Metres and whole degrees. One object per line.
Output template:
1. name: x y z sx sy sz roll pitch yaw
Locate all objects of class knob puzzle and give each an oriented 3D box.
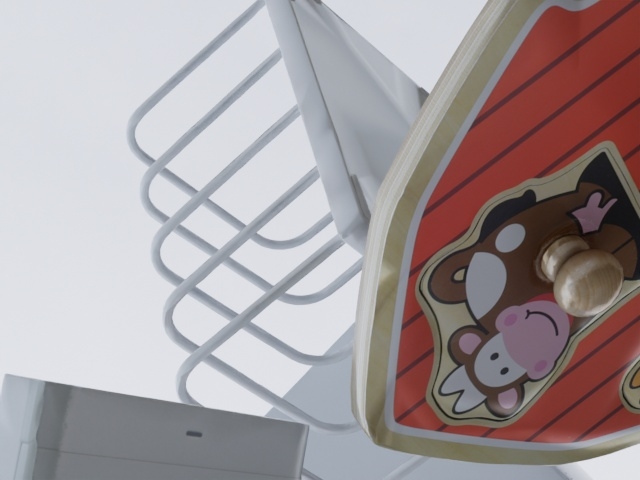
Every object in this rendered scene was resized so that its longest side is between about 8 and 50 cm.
1. knob puzzle: 0.093 -0.001 0.459 0.213 0.213 0.030 11 -152 -36

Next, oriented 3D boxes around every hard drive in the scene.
1. hard drive: -0.097 0.227 0.796 0.203 0.040 0.307 18 -101 -54

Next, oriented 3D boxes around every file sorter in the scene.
1. file sorter: 0.000 0.000 1.086 0.193 0.173 0.277 36 -157 -34

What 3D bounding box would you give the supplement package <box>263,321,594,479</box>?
1. supplement package: 0.080 0.203 1.254 0.262 0.204 0.145 45 -173 13
